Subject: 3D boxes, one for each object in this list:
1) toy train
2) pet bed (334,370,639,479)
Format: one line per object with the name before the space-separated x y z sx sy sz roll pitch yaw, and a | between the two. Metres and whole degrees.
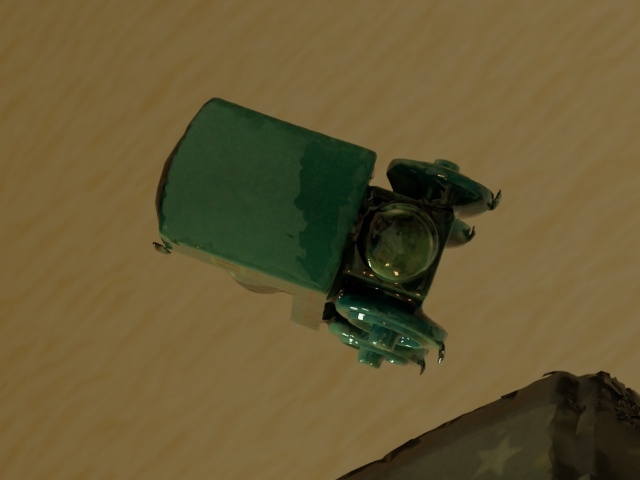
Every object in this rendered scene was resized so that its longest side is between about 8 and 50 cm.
toy train | 0.000 0.000 1.273 0.194 0.120 0.298 19 172 1
pet bed | 0.070 0.175 0.743 0.183 0.211 0.159 42 -146 -31
